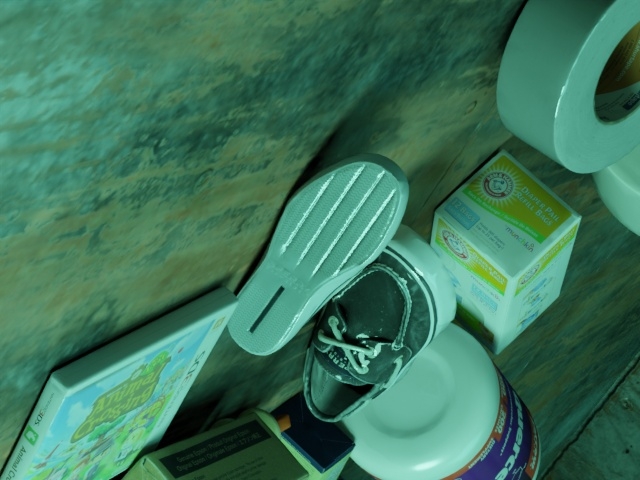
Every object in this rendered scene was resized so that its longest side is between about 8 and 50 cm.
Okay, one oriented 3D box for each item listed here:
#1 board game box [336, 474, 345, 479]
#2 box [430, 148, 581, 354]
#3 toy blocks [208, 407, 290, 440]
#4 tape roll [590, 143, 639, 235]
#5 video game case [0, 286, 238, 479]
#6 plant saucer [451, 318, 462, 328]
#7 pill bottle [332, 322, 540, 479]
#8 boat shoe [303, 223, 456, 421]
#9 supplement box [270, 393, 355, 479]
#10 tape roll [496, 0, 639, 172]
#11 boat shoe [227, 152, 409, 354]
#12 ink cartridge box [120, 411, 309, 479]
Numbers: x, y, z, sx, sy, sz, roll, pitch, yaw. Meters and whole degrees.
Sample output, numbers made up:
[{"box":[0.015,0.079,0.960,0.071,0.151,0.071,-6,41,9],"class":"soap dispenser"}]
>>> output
[{"box":[-0.025,0.394,2.365,0.194,0.060,0.194,-44,164,-10],"class":"board game box"},{"box":[0.186,0.014,1.938,0.103,0.114,0.203,-42,162,-17],"class":"box"},{"box":[-0.072,0.212,1.836,0.123,0.054,0.148,-54,163,21],"class":"toy blocks"},{"box":[0.395,-0.123,1.932,0.246,0.246,0.169,-47,163,-5],"class":"tape roll"},{"box":[-0.169,0.140,1.477,0.212,0.023,0.193,-27,153,-51],"class":"video game case"},{"box":[0.104,0.166,2.217,0.200,0.037,0.200,-43,163,-16],"class":"plant saucer"},{"box":[0.139,0.214,2.060,0.181,0.181,0.323,-47,152,-3],"class":"pill bottle"},{"box":[0.042,0.089,1.777,0.102,0.108,0.301,-42,170,-27],"class":"boat shoe"},{"box":[-0.022,0.222,1.934,0.056,0.083,0.083,-32,156,-43],"class":"supplement box"},{"box":[0.258,-0.171,1.679,0.219,0.072,0.219,-33,144,-28],"class":"tape roll"},{"box":[0.000,0.000,1.524,0.226,0.083,0.076,-45,180,34],"class":"boat shoe"},{"box":[-0.148,0.274,1.684,0.235,0.088,0.193,-48,166,24],"class":"ink cartridge box"}]
